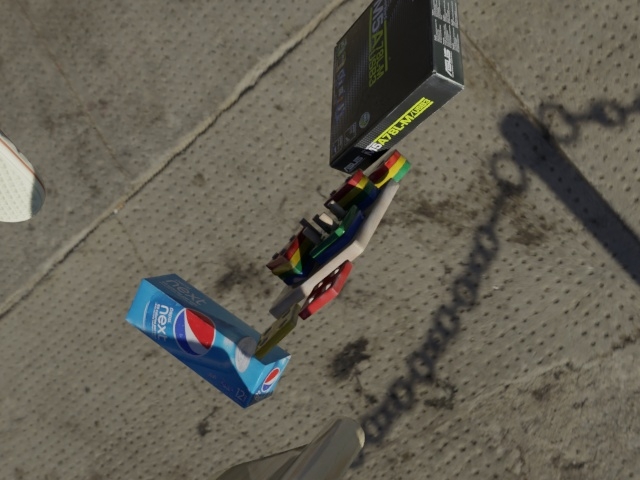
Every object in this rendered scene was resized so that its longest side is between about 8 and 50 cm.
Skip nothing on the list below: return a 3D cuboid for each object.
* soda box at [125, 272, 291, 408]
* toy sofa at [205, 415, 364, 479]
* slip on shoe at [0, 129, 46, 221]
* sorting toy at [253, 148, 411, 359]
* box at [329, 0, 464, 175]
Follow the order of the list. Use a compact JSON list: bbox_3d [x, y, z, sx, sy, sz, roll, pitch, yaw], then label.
[{"bbox_3d":[-0.147,0.125,0.908,0.210,0.071,0.067,31,105,21],"label":"soda box"},{"bbox_3d":[0.044,0.292,0.378,0.177,0.150,0.362,-24,89,22],"label":"toy sofa"},{"bbox_3d":[-0.423,-0.153,0.745,0.123,0.101,0.331,-34,111,30],"label":"slip on shoe"},{"bbox_3d":[0.000,0.000,0.682,0.046,0.274,0.132,43,127,-8],"label":"sorting toy"},{"bbox_3d":[0.076,-0.192,0.756,0.184,0.045,0.190,-39,41,51],"label":"box"}]
